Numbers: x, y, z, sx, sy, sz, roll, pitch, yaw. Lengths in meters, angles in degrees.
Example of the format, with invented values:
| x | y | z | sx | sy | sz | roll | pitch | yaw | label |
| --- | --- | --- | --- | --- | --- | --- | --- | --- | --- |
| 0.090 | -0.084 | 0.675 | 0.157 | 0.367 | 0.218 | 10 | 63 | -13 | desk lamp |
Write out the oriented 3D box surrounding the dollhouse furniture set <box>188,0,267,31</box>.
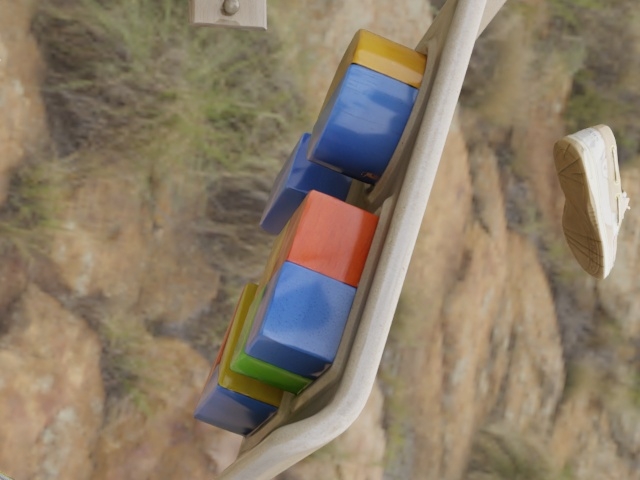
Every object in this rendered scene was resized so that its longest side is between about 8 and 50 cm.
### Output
| x | y | z | sx | sy | sz | roll | pitch | yaw | label |
| --- | --- | --- | --- | --- | --- | --- | --- | --- | --- |
| -0.087 | -0.223 | 0.806 | 0.151 | 0.144 | 0.123 | 158 | -68 | -71 | dollhouse furniture set |

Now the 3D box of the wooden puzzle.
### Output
| x | y | z | sx | sy | sz | roll | pitch | yaw | label |
| --- | --- | --- | --- | --- | --- | --- | --- | --- | --- |
| 0.000 | 0.000 | 0.819 | 0.348 | 0.080 | 0.322 | -67 | -174 | -23 | wooden puzzle |

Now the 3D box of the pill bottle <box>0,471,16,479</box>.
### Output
| x | y | z | sx | sy | sz | roll | pitch | yaw | label |
| --- | --- | --- | --- | --- | --- | --- | --- | --- | --- |
| -0.267 | 0.168 | 0.735 | 0.215 | 0.117 | 0.117 | 52 | 51 | -54 | pill bottle |

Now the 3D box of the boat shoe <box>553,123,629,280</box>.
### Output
| x | y | z | sx | sy | sz | roll | pitch | yaw | label |
| --- | --- | --- | --- | --- | --- | --- | --- | --- | --- |
| 0.269 | -0.036 | 1.178 | 0.059 | 0.063 | 0.170 | -31 | 131 | -17 | boat shoe |
